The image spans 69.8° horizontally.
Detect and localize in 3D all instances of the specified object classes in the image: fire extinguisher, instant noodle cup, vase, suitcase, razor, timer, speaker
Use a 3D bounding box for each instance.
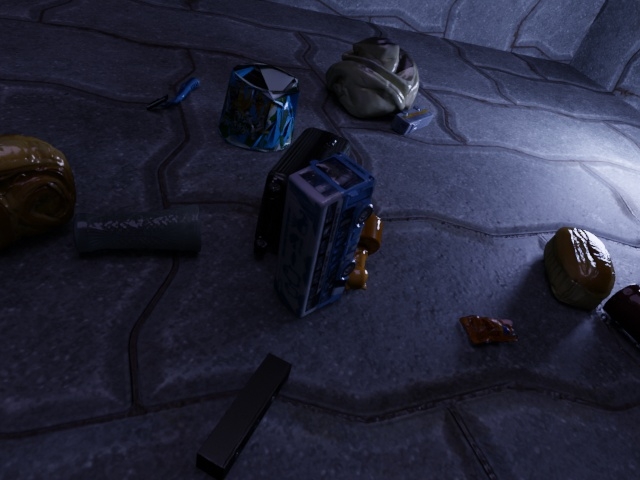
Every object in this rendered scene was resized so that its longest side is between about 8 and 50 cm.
[{"bbox_3d":[0.745,0.218,0.977,0.105,0.104,0.269,-5,44,-26],"label":"fire extinguisher"},{"bbox_3d":[-0.173,-0.388,1.314,0.240,0.178,0.240,10,40,-8],"label":"instant noodle cup"},{"bbox_3d":[-0.345,-0.019,0.875,0.220,0.096,0.096,-4,43,-19],"label":"vase"},{"bbox_3d":[-0.037,-0.107,1.002,0.128,0.202,0.312,21,39,5],"label":"suitcase"},{"bbox_3d":[-0.436,-0.450,1.405,0.082,0.042,0.253,-17,29,24],"label":"razor"},{"bbox_3d":[0.069,0.033,0.962,0.132,0.132,0.152,6,64,-14],"label":"timer"},{"bbox_3d":[-0.107,0.250,0.672,0.046,0.040,0.191,25,39,11],"label":"speaker"}]

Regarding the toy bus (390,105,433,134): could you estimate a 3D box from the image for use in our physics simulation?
[{"bbox_3d":[0.330,-0.433,1.650,0.075,0.064,0.191,45,45,14],"label":"toy bus"}]

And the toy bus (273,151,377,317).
[{"bbox_3d":[0.000,0.000,0.813,0.131,0.297,0.106,-26,54,-33],"label":"toy bus"}]

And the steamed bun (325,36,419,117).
[{"bbox_3d":[0.200,-0.625,1.691,0.347,0.237,0.394,20,39,5],"label":"steamed bun"}]

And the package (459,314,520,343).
[{"bbox_3d":[0.346,0.181,0.928,0.111,0.033,0.077,4,49,-8],"label":"package"}]

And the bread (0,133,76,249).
[{"bbox_3d":[-0.551,-0.082,0.785,0.120,0.198,0.236,34,42,28],"label":"bread"}]

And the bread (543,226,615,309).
[{"bbox_3d":[0.636,0.059,1.126,0.140,0.106,0.236,21,39,2],"label":"bread"}]
